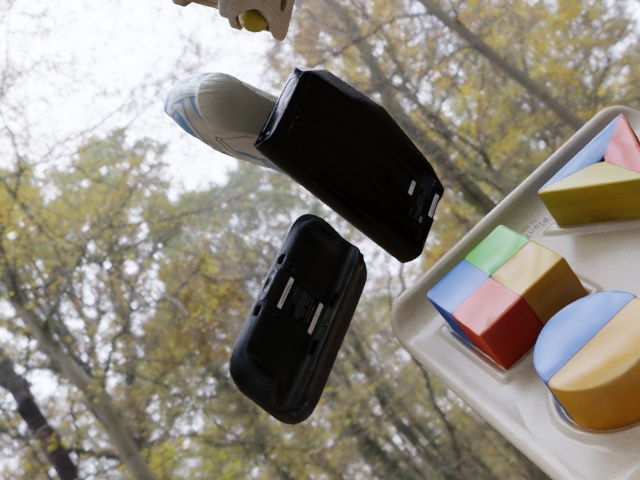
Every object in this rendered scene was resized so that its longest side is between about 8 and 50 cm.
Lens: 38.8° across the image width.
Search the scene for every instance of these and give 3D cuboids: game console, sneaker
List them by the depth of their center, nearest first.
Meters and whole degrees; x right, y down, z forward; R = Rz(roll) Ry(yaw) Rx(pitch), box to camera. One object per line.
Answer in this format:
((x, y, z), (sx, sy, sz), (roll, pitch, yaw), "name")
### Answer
((0.000, 0.000, 0.908), (0.044, 0.213, 0.361), (-24, 35, 50), "game console")
((-0.070, -0.122, 1.012), (0.237, 0.086, 0.085), (25, -103, -45), "sneaker")

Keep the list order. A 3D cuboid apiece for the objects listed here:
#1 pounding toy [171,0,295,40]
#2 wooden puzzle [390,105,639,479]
((-0.071, -0.315, 1.083), (0.269, 0.155, 0.154), (52, -122, -71), "pounding toy")
((0.239, 0.022, 0.714), (0.322, 0.348, 0.080), (-42, -58, -5), "wooden puzzle")
